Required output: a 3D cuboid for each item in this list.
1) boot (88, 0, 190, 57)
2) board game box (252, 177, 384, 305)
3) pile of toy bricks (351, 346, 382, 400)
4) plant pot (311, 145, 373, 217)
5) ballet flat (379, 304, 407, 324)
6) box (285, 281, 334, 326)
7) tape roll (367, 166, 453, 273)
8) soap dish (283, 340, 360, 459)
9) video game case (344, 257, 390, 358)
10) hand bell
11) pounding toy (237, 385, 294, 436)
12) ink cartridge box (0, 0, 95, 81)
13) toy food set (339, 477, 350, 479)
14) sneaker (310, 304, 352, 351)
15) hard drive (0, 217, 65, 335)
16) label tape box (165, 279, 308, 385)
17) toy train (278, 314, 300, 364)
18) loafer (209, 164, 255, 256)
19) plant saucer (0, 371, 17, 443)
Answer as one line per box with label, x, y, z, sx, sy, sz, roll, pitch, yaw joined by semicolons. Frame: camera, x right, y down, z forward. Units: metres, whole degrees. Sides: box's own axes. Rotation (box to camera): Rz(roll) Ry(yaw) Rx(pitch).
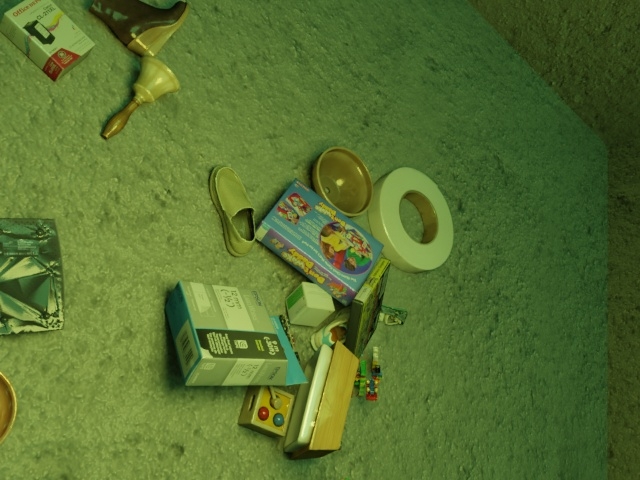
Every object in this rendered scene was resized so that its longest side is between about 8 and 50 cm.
boot;-0.495;-0.646;1.629;0.207;0.090;0.249;41;57;-24
board game box;0.000;0.000;1.746;0.347;0.078;0.233;38;46;-4
pile of toy bricks;0.127;0.425;1.774;0.212;0.117;0.105;-80;173;-60
plant pot;0.053;-0.177;1.909;0.237;0.109;0.238;14;66;-35
ballet flat;0.214;0.243;1.933;0.188;0.070;0.070;18;65;-31
box;-0.032;0.188;1.707;0.101;0.101;0.087;13;47;-35
tape roll;0.336;-0.075;2.133;0.391;0.072;0.393;13;67;-35
soap dish;0.005;0.440;1.577;0.118;0.229;0.291;20;60;-5
video game case;0.134;0.224;1.739;0.248;0.035;0.275;-49;152;-53
hand bell;-0.493;-0.358;1.544;0.126;0.126;0.242;41;66;-22
pounding toy;-0.139;0.430;1.550;0.130;0.100;0.141;32;57;-28
ink cartridge box;-0.675;-0.505;1.445;0.175;0.072;0.127;45;53;-19
toy food set;0.068;0.726;1.673;0.083;0.020;0.083;-40;102;-40
sneaker;0.074;0.267;1.787;0.228;0.092;0.088;-34;96;-42
hard drive;-0.655;0.079;1.276;0.171;0.054;0.255;-1;76;-39
label tape box;-0.194;0.239;1.488;0.347;0.115;0.249;9;36;-35
toy train;-0.088;0.290;1.689;0.036;0.027;0.159;-10;82;-45
loafer;-0.235;-0.092;1.653;0.101;0.092;0.269;-13;84;-41
plant saucer;-0.711;0.339;1.153;0.199;0.037;0.200;14;67;-36
